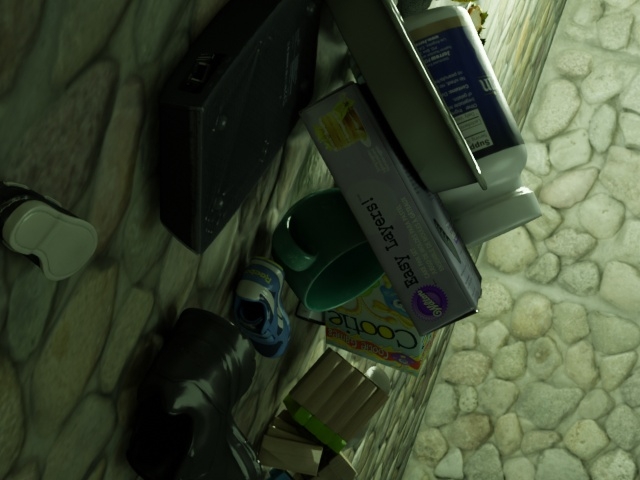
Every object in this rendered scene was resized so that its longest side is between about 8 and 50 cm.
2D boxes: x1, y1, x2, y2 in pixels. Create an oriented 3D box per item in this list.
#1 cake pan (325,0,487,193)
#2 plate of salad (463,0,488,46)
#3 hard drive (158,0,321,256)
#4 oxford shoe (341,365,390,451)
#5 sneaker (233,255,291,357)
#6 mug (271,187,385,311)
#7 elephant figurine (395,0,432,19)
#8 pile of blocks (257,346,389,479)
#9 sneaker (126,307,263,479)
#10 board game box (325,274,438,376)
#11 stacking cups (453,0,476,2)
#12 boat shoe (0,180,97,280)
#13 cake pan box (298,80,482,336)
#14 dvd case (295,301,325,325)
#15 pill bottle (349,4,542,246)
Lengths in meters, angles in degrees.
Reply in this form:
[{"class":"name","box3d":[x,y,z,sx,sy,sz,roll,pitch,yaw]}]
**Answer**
[{"class":"cake pan","box3d":[0.075,-0.169,1.208,0.054,0.293,0.293,-28,169,8]},{"class":"plate of salad","box3d":[0.245,-0.315,2.046,0.200,0.048,0.200,18,90,-77]},{"class":"hard drive","box3d":[-0.067,-0.125,1.055,0.255,0.054,0.172,-59,162,-45]},{"class":"oxford shoe","box3d":[0.036,0.287,1.994,0.076,0.076,0.212,-30,-173,42]},{"class":"sneaker","box3d":[-0.068,0.084,1.340,0.144,0.053,0.059,83,27,-43]},{"class":"mug","box3d":[0.008,-0.003,1.373,0.129,0.097,0.158,-32,155,-8]},{"class":"elephant figurine","box3d":[0.133,-0.358,1.397,0.239,0.186,0.169,27,38,-87]},{"class":"pile of blocks","box3d":[-0.029,0.315,1.678,0.112,0.149,0.362,-146,-107,-77]},{"class":"sneaker","box3d":[-0.131,0.202,1.181,0.130,0.109,0.286,-48,145,-44]},{"class":"board game box","box3d":[0.095,0.033,1.615,0.275,0.144,0.142,88,25,-54]},{"class":"stacking cups","box3d":[0.191,-0.439,1.562,0.316,0.096,0.096,84,28,-60]},{"class":"boat shoe","box3d":[-0.182,-0.007,0.795,0.046,0.038,0.125,-51,164,-1]},{"class":"cake pan box","box3d":[0.081,-0.040,1.255,0.246,0.070,0.267,63,10,-2]},{"class":"dvd case","box3d":[0.035,-0.005,1.687,0.180,0.022,0.253,31,78,-76]},{"class":"pill bottle","box3d":[0.149,-0.125,1.431,0.265,0.153,0.153,67,15,4]}]
